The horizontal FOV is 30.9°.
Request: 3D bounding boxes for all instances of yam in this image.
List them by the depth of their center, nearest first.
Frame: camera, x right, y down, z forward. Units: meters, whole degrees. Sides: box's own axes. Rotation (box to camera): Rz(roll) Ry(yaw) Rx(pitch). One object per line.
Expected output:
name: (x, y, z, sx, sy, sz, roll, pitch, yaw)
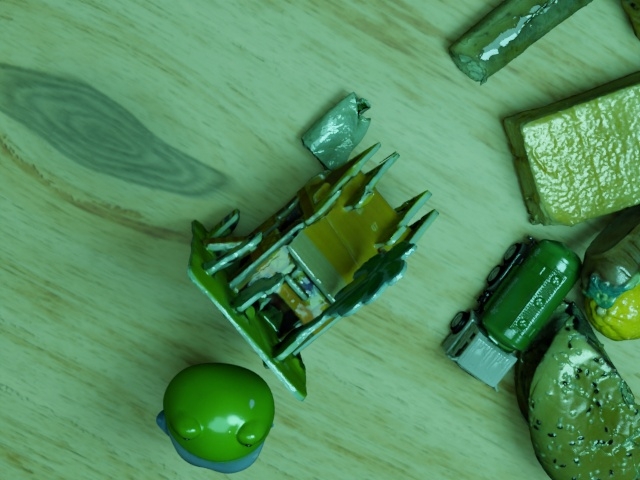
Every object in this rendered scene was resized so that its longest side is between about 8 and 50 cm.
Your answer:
yam: (0.352, -0.362, 1.669, 0.371, 0.083, 0.083, -37, 103, 1)

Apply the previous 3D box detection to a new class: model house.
model house: (0.000, 0.000, 1.560, 0.313, 0.357, 0.242, -42, 100, 5)

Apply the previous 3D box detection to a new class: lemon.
lemon: (0.456, 0.095, 1.739, 0.155, 0.114, 0.114, -16, 107, -45)

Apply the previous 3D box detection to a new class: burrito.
burrito: (0.030, -0.159, 1.691, 0.074, 0.044, 0.118, 40, 97, -19)

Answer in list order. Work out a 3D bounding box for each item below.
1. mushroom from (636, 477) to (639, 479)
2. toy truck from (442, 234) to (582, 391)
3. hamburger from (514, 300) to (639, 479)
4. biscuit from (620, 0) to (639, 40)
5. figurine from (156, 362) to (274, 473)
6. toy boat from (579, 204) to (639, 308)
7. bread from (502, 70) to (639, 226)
mushroom: (0.581, 0.338, 1.827, 0.212, 0.088, 0.097, -6, 130, 1)
toy truck: (0.292, 0.104, 1.730, 0.101, 0.125, 0.242, 35, 97, -12)
hamburger: (0.387, 0.253, 1.746, 0.192, 0.167, 0.288, -36, 102, 1)
biscuit: (0.592, -0.334, 1.617, 0.334, 0.081, 0.289, 23, 137, -15)
figurine: (-0.146, 0.234, 1.640, 0.162, 0.263, 0.143, 12, 100, -7)
toy boat: (0.478, -0.002, 1.699, 0.293, 0.108, 0.099, -30, 101, -37)
bread: (0.426, -0.138, 1.703, 0.275, 0.114, 0.184, -19, 106, -1)
